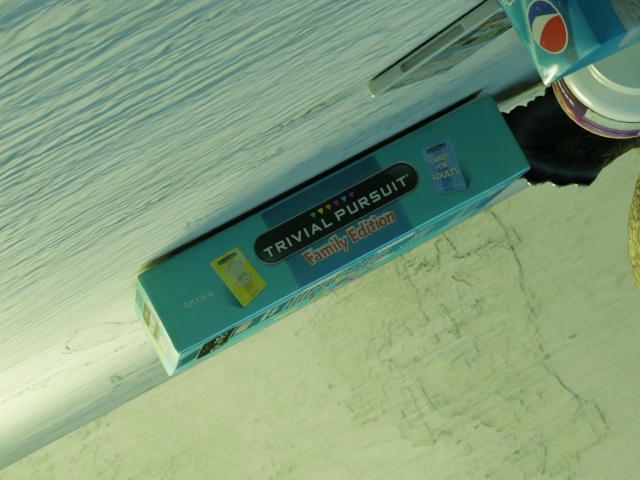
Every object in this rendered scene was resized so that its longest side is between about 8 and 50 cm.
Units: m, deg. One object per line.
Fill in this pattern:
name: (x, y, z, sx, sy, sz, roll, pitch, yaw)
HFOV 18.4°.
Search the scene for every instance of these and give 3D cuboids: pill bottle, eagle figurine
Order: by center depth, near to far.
pill bottle: (0.218, -0.134, 1.392, 0.108, 0.108, 0.193, -29, 175, 2)
eagle figurine: (0.304, -0.084, 1.849, 0.298, 0.226, 0.225, -47, 150, -16)

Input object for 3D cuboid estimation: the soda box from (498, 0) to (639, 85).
soda box: (0.216, -0.171, 1.218, 0.210, 0.067, 0.071, -27, 176, -28)

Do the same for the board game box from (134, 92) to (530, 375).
board game box: (0.000, 0.000, 1.750, 0.336, 0.079, 0.254, -28, 176, -9)

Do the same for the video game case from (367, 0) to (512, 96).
video game case: (0.096, -0.132, 1.277, 0.122, 0.011, 0.087, -32, 174, 41)
